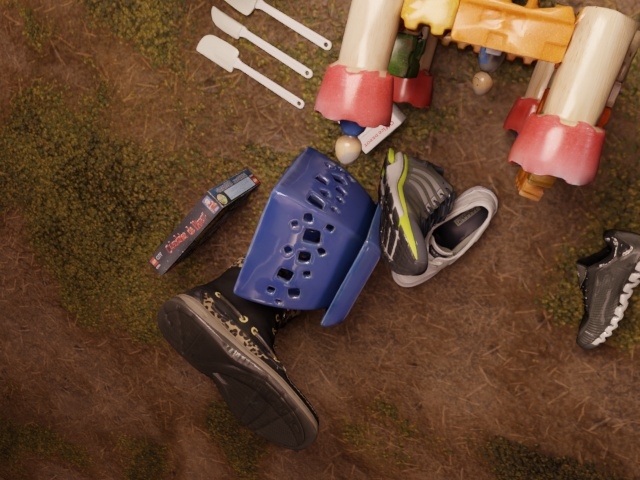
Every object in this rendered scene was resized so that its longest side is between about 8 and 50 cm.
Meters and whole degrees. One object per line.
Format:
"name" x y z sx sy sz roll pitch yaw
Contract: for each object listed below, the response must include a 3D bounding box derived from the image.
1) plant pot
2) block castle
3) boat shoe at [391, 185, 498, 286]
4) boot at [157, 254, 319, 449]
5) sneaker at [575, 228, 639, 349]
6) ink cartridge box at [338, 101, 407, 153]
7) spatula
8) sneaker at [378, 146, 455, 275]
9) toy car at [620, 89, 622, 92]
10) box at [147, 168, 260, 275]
"plant pot" 0.000 0.000 1.012 0.212 0.236 0.236 26 120 1
"block castle" 0.200 -0.193 0.721 0.303 0.453 0.212 18 111 12
"boat shoe" 0.216 0.004 1.007 0.095 0.084 0.258 38 120 1
"boot" -0.112 0.204 1.108 0.377 0.284 0.138 42 120 1
"sneaker" 0.483 0.079 0.946 0.106 0.078 0.234 24 115 13
"ink cartridge box" 0.080 -0.231 0.975 0.122 0.052 0.088 47 120 -5
"spatula" -0.106 -0.364 1.008 0.242 0.019 0.168 33 119 5
"sneaker" 0.161 -0.056 0.893 0.121 0.300 0.111 6 131 0
"toy car" 0.495 -0.252 0.820 0.122 0.041 0.060 8 93 32
"box" -0.238 -0.038 1.122 0.044 0.159 0.233 46 121 -3
